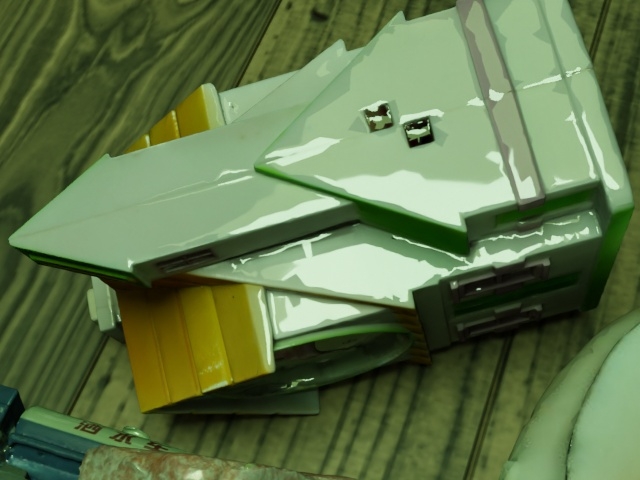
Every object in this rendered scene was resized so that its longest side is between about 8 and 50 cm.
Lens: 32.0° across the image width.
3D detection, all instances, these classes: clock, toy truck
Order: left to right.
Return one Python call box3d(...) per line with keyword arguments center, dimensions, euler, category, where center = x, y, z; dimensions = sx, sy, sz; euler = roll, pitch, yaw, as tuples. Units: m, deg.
box3d(center=(-0.142, 0.140, 0.635), dimensions=(0.201, 0.074, 0.088), euler=(15, 54, 12), category="toy truck")
box3d(center=(0.000, -0.001, 0.637), dimensions=(0.309, 0.235, 0.166), euler=(-15, 72, 5), category="clock")

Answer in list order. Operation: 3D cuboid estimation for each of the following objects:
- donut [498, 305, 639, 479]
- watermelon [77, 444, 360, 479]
box3d(center=(0.266, 0.188, 0.540), dimensions=(0.382, 0.142, 0.383), euler=(-1, 57, 2), category="donut")
box3d(center=(-0.063, 0.199, 0.468), dimensions=(0.148, 0.226, 0.318), euler=(1, 34, 37), category="watermelon")
